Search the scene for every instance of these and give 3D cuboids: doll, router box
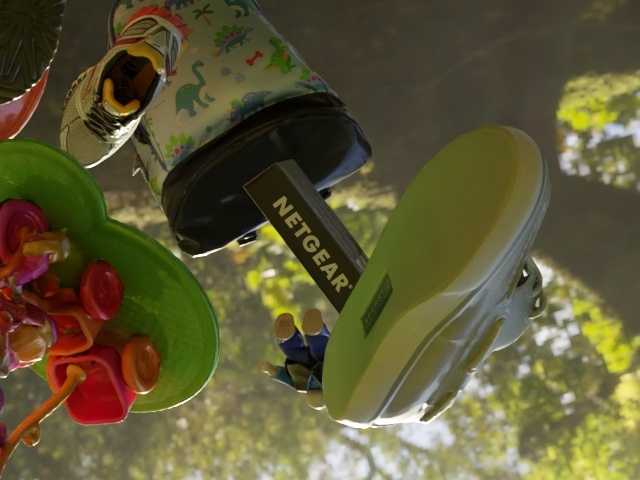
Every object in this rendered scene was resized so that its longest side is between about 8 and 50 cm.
[{"bbox_3d":[-0.018,0.164,1.788,0.189,0.129,0.046,74,10,-50],"label":"doll"},{"bbox_3d":[0.000,0.000,1.357,0.179,0.046,0.133,53,8,0],"label":"router box"}]

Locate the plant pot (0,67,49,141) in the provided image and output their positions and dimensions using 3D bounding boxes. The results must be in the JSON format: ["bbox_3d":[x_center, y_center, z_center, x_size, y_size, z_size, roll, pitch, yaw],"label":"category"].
[{"bbox_3d":[-0.500,-0.234,1.528,0.272,0.265,0.272,2,-87,31],"label":"plant pot"}]

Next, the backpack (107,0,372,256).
[{"bbox_3d":[-0.144,-0.202,1.785,0.273,0.290,0.355,63,-2,-42],"label":"backpack"}]

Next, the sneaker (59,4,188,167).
[{"bbox_3d":[-0.232,-0.160,1.478,0.225,0.088,0.092,-51,-166,36],"label":"sneaker"}]

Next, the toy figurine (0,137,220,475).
[{"bbox_3d":[-0.141,0.064,0.620,0.159,0.130,0.173,-64,140,-51],"label":"toy figurine"}]

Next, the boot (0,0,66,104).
[{"bbox_3d":[-0.300,-0.289,1.417,0.236,0.089,0.269,-55,-158,20],"label":"boot"}]

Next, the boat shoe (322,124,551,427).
[{"bbox_3d":[0.075,0.026,0.719,0.227,0.081,0.079,121,-31,-44],"label":"boat shoe"}]
